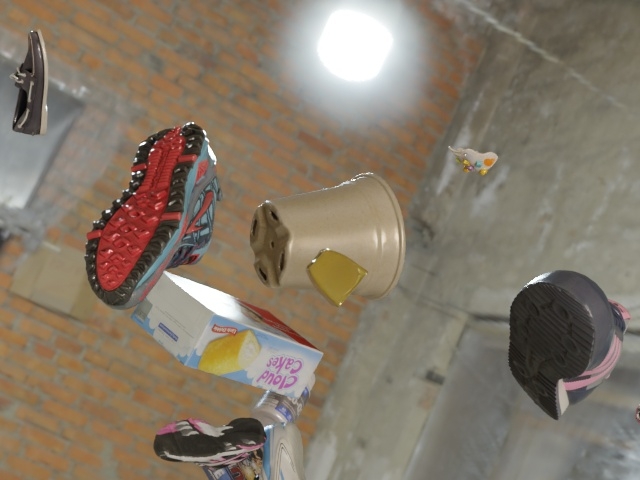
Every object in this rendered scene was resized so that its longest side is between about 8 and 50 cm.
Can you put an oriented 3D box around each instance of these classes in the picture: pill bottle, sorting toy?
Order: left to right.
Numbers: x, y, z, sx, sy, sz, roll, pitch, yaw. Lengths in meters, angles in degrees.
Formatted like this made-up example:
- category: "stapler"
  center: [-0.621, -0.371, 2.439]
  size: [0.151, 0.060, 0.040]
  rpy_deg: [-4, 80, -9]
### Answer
- category: "pill bottle"
  center: [-0.066, 0.291, 1.867]
  size: [0.078, 0.137, 0.078]
  rpy_deg: [16, -48, 18]
- category: "sorting toy"
  center: [0.285, -0.163, 1.965]
  size: [0.083, 0.045, 0.075]
  rpy_deg: [14, -11, 46]

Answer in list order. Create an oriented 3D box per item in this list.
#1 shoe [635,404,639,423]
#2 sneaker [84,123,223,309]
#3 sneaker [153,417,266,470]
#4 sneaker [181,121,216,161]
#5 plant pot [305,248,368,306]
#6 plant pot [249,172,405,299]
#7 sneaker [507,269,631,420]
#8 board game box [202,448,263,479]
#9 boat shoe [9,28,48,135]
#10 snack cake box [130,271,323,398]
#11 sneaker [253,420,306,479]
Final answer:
- category: "shoe"
  center: [0.573, 0.258, 1.547]
  size: [0.081, 0.063, 0.178]
  rpy_deg: [22, -33, -37]
- category: "sneaker"
  center: [-0.158, -0.009, 1.090]
  size: [0.104, 0.262, 0.125]
  rpy_deg: [-6, -50, 23]
- category: "sneaker"
  center: [-0.170, 0.320, 1.538]
  size: [0.178, 0.077, 0.072]
  rpy_deg: [6, 41, -31]
- category: "sneaker"
  center: [-0.294, -0.174, 2.152]
  size: [0.083, 0.118, 0.222]
  rpy_deg: [53, 3, -20]
- category: "plant pot"
  center: [0.021, 0.059, 1.775]
  size: [0.083, 0.081, 0.081]
  rpy_deg: [41, -6, -6]
- category: "plant pot"
  center: [0.000, 0.000, 2.585]
  size: [0.305, 0.334, 0.334]
  rpy_deg: [-4, 4, -29]
- category: "sneaker"
  center: [0.284, 0.090, 1.110]
  size: [0.112, 0.131, 0.319]
  rpy_deg: [50, -12, 21]
- category: "board game box"
  center: [-0.129, 0.464, 1.884]
  size: [0.243, 0.042, 0.165]
  rpy_deg: [57, 18, 16]
- category: "boat shoe"
  center: [-0.536, -0.287, 1.864]
  size: [0.065, 0.206, 0.075]
  rpy_deg: [-3, 32, -21]
- category: "snack cake box"
  center: [-0.137, 0.144, 1.539]
  size: [0.152, 0.089, 0.264]
  rpy_deg: [31, 3, 42]
- category: "sneaker"
  center: [-0.054, 0.399, 1.574]
  size: [0.086, 0.237, 0.085]
  rpy_deg: [-22, -33, 14]
